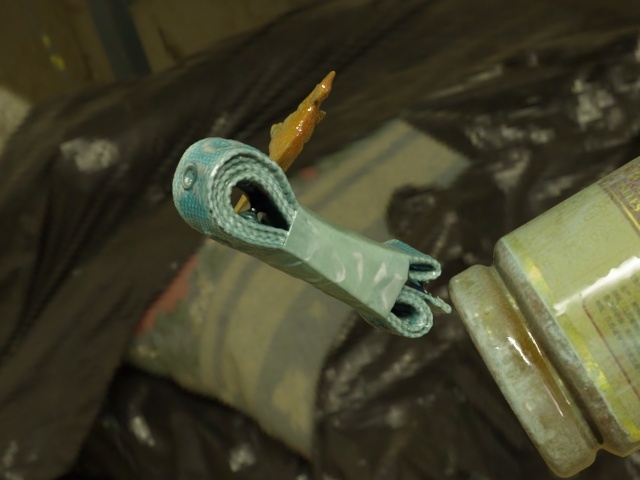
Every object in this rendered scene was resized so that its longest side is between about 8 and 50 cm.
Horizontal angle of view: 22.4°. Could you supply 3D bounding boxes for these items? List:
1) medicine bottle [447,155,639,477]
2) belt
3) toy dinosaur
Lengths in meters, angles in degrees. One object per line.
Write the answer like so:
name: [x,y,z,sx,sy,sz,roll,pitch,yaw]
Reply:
medicine bottle: [0.246,0.004,0.961,0.322,0.151,0.151,-31,28,5]
belt: [0.000,0.000,1.413,0.072,0.302,0.087,8,73,50]
toy dinosaur: [-0.039,-0.093,1.647,0.162,0.039,0.126,-59,6,-27]
